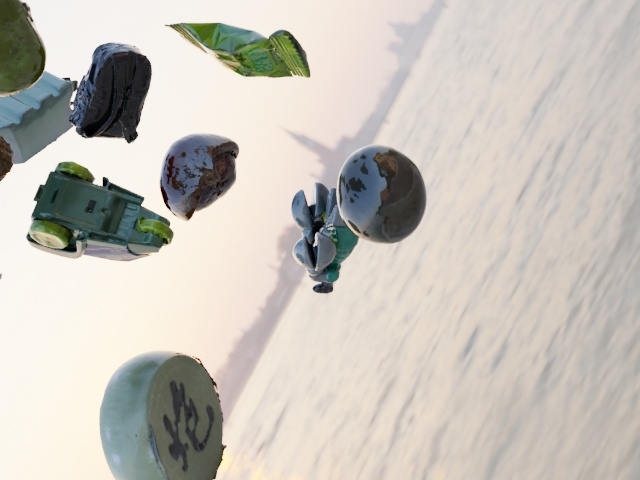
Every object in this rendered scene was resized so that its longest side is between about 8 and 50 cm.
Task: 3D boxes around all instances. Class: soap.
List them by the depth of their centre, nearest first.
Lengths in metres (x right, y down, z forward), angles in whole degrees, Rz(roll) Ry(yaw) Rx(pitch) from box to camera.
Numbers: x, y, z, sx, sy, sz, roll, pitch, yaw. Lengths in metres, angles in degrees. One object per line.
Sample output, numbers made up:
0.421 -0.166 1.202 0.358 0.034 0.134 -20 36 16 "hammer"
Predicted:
-0.715 -0.309 2.098 0.208 0.347 0.115 -46 -25 -37 "soap"

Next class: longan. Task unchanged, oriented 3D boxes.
0.112 -0.084 1.818 0.167 0.187 0.167 -17 -1 0 "longan"

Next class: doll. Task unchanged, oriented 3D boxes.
0.005 0.009 2.070 0.195 0.153 0.258 -130 40 -67 "doll"

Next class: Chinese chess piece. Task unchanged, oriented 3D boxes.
-0.355 0.424 2.260 0.349 0.146 0.349 -12 -90 -68 "Chinese chess piece"

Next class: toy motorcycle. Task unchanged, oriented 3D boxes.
-0.508 -0.032 2.319 0.200 0.326 0.191 120 168 -62 "toy motorcycle"

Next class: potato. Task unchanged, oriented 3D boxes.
-0.527 -0.316 1.464 0.148 0.253 0.186 -23 31 47 "potato"

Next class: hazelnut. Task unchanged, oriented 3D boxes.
-0.261 -0.136 2.117 0.170 0.160 0.202 70 -148 -75 "hazelnut"

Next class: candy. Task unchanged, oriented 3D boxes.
-0.146 -0.343 1.785 0.069 0.246 0.149 -69 -23 -11 "candy"

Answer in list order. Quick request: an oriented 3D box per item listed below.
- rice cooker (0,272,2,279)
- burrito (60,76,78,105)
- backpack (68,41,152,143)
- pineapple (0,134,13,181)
-0.659 0.046 1.727 0.206 0.145 0.127 -14 -69 -66 "rice cooker"
-0.719 -0.322 2.338 0.096 0.309 0.066 71 -177 -63 "burrito"
-0.348 -0.252 1.654 0.120 0.106 0.165 2 -61 -46 "backpack"
-0.676 -0.205 1.826 0.128 0.128 0.248 -62 -35 -29 "pineapple"
